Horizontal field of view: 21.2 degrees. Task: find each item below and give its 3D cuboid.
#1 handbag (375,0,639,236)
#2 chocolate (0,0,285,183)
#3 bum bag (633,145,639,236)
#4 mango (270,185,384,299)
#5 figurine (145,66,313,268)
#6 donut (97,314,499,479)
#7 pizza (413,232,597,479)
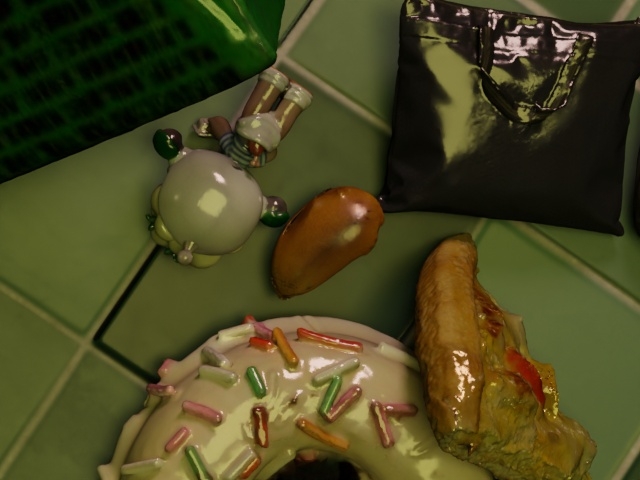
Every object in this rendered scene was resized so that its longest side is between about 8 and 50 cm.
[{"bbox_3d":[0.183,-0.117,1.595,0.254,0.089,0.211,5,101,-14],"label":"handbag"},{"bbox_3d":[-0.237,-0.245,1.369,0.360,0.161,0.341,-19,109,27],"label":"chocolate"},{"bbox_3d":[0.380,-0.132,1.635,0.142,0.080,0.326,9,88,-12],"label":"bum bag"},{"bbox_3d":[0.000,0.000,1.568,0.127,0.077,0.063,-44,123,7],"label":"mango"},{"bbox_3d":[-0.083,-0.064,1.544,0.147,0.093,0.197,33,82,-18],"label":"figurine"},{"bbox_3d":[-0.009,0.252,1.542,0.383,0.142,0.382,0,91,-12],"label":"donut"},{"bbox_3d":[0.182,0.139,1.572,0.075,0.280,0.287,-30,126,22],"label":"pizza"}]
